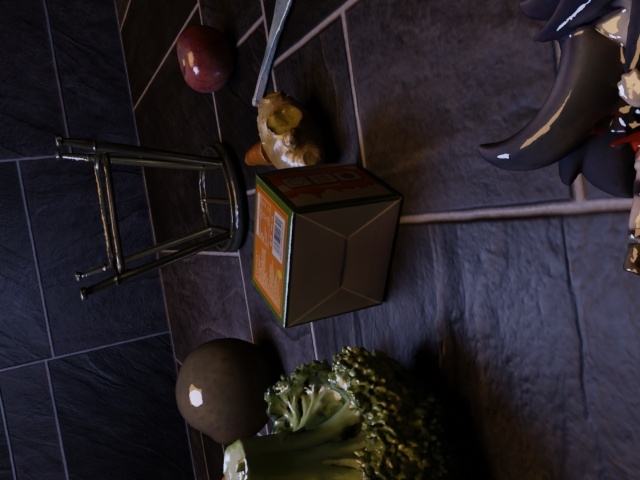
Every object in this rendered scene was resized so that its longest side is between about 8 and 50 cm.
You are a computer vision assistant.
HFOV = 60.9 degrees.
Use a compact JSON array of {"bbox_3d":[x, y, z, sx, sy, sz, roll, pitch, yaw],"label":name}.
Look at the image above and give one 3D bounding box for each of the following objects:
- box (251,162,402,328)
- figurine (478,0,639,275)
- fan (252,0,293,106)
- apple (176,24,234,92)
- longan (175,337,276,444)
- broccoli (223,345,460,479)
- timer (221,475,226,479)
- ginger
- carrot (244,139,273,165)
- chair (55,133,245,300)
[{"bbox_3d":[0.000,0.000,0.832,0.148,0.178,0.194,44,137,49],"label":"box"},{"bbox_3d":[0.226,-0.124,0.348,0.197,0.175,0.265,57,138,47],"label":"figurine"},{"bbox_3d":[-0.099,-0.376,1.073,0.057,0.023,0.282,65,149,25],"label":"fan"},{"bbox_3d":[-0.270,-0.428,1.285,0.153,0.120,0.153,47,145,49],"label":"apple"},{"bbox_3d":[-0.231,0.371,1.355,0.258,0.258,0.258,33,128,56],"label":"longan"},{"bbox_3d":[0.031,0.270,0.779,0.249,0.302,0.375,-58,31,-5],"label":"broccoli"},{"bbox_3d":[-0.139,0.643,1.291,0.230,0.230,0.214,13,120,62],"label":"timer"},{"bbox_3d":[-0.052,-0.180,0.960,0.216,0.102,0.157,61,175,24],"label":"ginger"},{"bbox_3d":[-0.130,-0.184,1.172,0.210,0.061,0.061,-174,75,-67],"label":"carrot"},{"bbox_3d":[-0.433,-0.084,1.406,0.365,0.410,0.361,6,104,63],"label":"chair"}]
